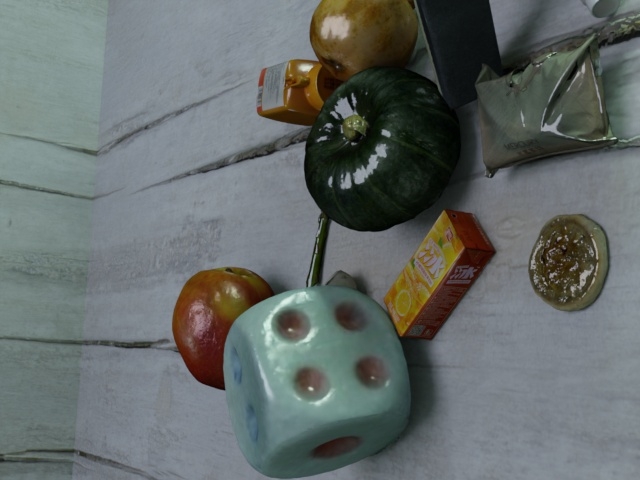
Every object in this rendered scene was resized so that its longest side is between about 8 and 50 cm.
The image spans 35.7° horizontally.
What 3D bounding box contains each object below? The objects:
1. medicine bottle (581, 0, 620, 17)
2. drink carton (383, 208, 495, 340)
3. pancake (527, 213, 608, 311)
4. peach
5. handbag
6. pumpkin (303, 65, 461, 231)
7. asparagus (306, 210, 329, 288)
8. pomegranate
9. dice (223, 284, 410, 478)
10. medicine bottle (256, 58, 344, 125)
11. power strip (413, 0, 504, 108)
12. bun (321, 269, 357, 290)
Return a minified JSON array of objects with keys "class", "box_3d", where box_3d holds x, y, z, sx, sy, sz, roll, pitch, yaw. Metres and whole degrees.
[{"class":"medicine bottle","box_3d":[0.399,-0.370,1.450,0.052,0.052,0.089,-52,42,41]},{"class":"drink carton","box_3d":[0.198,0.061,1.687,0.223,0.071,0.096,-59,38,33]},{"class":"pancake","box_3d":[0.361,0.032,1.461,0.152,0.025,0.151,-15,72,56]},{"class":"peach","box_3d":[-0.211,0.194,2.190,0.281,0.238,0.281,-1,88,39]},{"class":"handbag","box_3d":[0.326,-0.202,1.479,0.270,0.117,0.182,-11,88,58]},{"class":"pumpkin","box_3d":[0.098,-0.160,1.736,0.300,0.207,0.300,-20,60,39]},{"class":"asparagus","box_3d":[-0.001,0.000,2.077,0.034,0.027,0.236,-140,61,-78]},{"class":"pomegranate","box_3d":[0.080,-0.387,1.844,0.207,0.207,0.207,-18,68,57]},{"class":"dice","box_3d":[-0.014,0.252,1.764,0.264,0.268,0.262,112,144,-53]},{"class":"medicine bottle","box_3d":[-0.021,-0.307,2.054,0.222,0.149,0.112,0,84,59]},{"class":"power strip","box_3d":[0.219,-0.323,1.573,0.256,0.105,0.070,66,-177,-46]},{"class":"bun","box_3d":[0.027,0.132,1.938,0.094,0.138,0.138,43,133,2]}]
